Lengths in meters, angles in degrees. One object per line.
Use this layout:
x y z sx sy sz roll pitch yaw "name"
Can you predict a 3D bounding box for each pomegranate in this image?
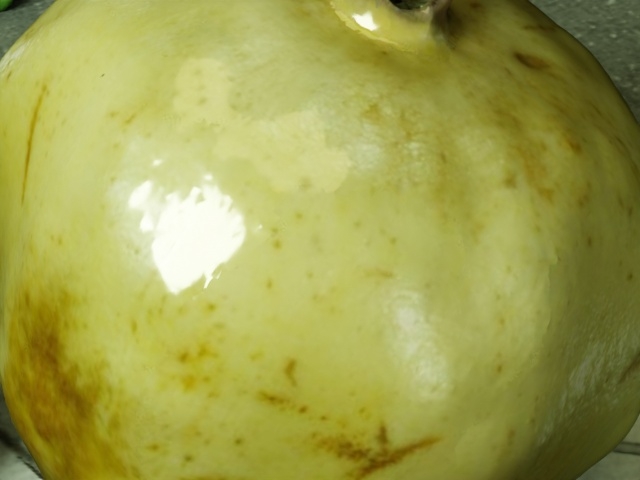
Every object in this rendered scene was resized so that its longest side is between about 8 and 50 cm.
0.000 0.000 0.910 0.332 0.332 0.332 -3 37 3 "pomegranate"

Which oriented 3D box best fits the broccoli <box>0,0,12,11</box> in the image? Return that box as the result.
-0.338 -0.225 1.337 0.297 0.297 0.297 13 32 -21 "broccoli"
